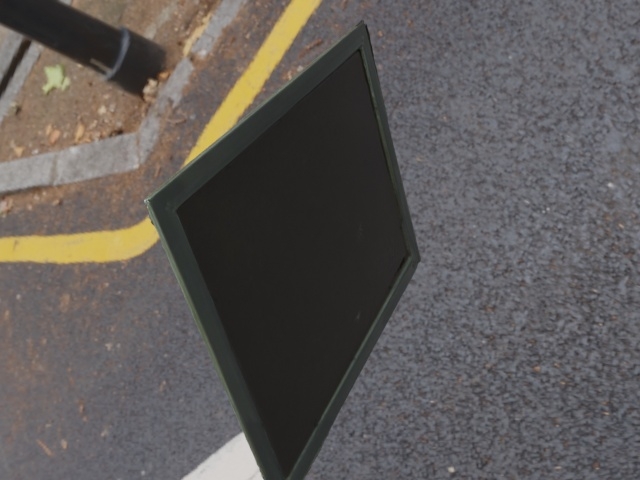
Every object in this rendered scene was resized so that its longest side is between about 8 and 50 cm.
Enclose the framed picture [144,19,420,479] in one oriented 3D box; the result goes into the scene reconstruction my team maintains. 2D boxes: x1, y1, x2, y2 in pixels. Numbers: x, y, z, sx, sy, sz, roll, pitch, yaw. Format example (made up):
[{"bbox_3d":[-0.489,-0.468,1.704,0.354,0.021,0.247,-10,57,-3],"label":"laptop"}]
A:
[{"bbox_3d":[0.000,0.000,0.417,0.014,0.252,0.197,-1,121,29],"label":"framed picture"}]
